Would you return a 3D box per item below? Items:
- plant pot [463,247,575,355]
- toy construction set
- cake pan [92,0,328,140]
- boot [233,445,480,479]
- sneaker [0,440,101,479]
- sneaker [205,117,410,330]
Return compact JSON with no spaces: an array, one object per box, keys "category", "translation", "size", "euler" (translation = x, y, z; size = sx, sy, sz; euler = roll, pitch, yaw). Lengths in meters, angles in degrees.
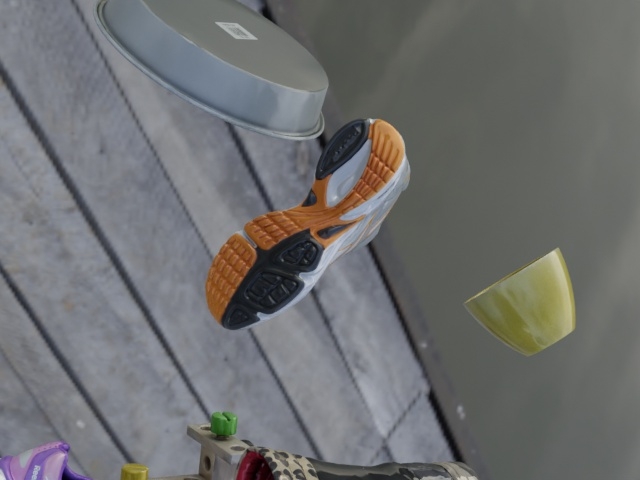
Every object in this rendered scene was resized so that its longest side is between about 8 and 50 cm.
[{"category":"plant pot","translation":[0.255,0.082,1.371],"size":[0.134,0.134,0.095],"euler":[-27,83,-44]},{"category":"toy construction set","translation":[-0.180,0.342,1.424],"size":[0.258,0.309,0.237],"euler":[13,98,-9]},{"category":"cake pan","translation":[-0.112,-0.217,1.279],"size":[0.293,0.293,0.054],"euler":[5,124,-48]},{"category":"boot","translation":[0.049,0.383,1.120],"size":[0.284,0.138,0.377],"euler":[18,56,-31]},{"category":"sneaker","translation":[-0.260,0.312,1.212],"size":[0.105,0.095,0.236],"euler":[-31,104,-7]},{"category":"sneaker","translation":[0.000,0.000,1.153],"size":[0.262,0.099,0.121],"euler":[-44,156,4]}]
